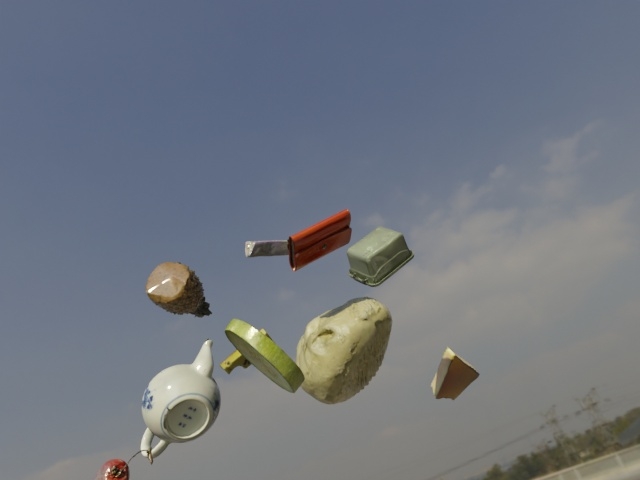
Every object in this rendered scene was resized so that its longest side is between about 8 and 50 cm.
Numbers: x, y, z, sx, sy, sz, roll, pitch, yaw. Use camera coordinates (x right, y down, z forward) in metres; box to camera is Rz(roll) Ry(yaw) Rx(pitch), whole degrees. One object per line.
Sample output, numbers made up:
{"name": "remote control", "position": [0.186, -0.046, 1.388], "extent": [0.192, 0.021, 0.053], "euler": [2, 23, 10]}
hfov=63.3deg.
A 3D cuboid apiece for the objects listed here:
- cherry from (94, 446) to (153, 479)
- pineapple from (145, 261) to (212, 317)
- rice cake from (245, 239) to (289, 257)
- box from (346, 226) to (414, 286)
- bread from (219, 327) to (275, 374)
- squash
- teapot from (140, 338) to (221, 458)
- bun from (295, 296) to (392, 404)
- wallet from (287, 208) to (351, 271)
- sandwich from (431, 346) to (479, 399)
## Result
{"name": "cherry", "position": [-0.564, 0.666, 1.473], "extent": [0.225, 0.107, 0.090], "euler": [-31, -58, 23]}
{"name": "pineapple", "position": [-0.555, 0.235, 2.122], "extent": [0.202, 0.202, 0.362], "euler": [-19, -33, 1]}
{"name": "rice cake", "position": [-0.175, 0.030, 2.236], "extent": [0.064, 0.070, 0.399], "euler": [-1, 1, 40]}
{"name": "box", "position": [0.158, 0.037, 1.422], "extent": [0.172, 0.124, 0.093], "euler": [-36, -58, -24]}
{"name": "bread", "position": [-0.291, 0.455, 2.083], "extent": [0.226, 0.049, 0.088], "euler": [-40, -52, -14]}
{"name": "squash", "position": [-0.155, 0.304, 1.372], "extent": [0.049, 0.252, 0.252], "euler": [-50, -21, -23]}
{"name": "teapot", "position": [-0.470, 0.531, 1.735], "extent": [0.252, 0.280, 0.424], "euler": [34, -94, -28]}
{"name": "bun", "position": [0.077, 0.339, 1.655], "extent": [0.362, 0.234, 0.326], "euler": [-56, -34, -4]}
{"name": "wallet", "position": [0.000, 0.000, 1.521], "extent": [0.204, 0.045, 0.142], "euler": [-27, -36, -24]}
{"name": "sandwich", "position": [0.433, 0.462, 1.752], "extent": [0.162, 0.058, 0.193], "euler": [-46, -51, 5]}
